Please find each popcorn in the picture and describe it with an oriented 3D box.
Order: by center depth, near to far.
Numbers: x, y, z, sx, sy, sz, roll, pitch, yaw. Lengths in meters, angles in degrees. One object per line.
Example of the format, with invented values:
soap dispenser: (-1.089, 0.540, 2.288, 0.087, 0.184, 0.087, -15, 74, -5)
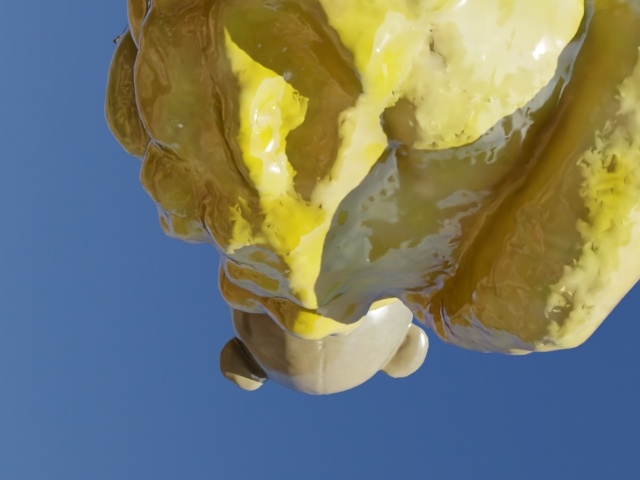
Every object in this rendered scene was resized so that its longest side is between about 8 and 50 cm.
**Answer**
popcorn: (0.068, -0.105, 0.722, 0.381, 0.349, 0.349, 20, -75, 30)

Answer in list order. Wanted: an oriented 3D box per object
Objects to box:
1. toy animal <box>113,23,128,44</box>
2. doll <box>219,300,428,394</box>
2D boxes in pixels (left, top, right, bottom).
toy animal: (-0.226, -0.368, 1.918, 0.054, 0.149, 0.275, 39, -53, 5)
doll: (0.000, 0.000, 1.386, 0.174, 0.235, 0.330, -117, -157, -78)
